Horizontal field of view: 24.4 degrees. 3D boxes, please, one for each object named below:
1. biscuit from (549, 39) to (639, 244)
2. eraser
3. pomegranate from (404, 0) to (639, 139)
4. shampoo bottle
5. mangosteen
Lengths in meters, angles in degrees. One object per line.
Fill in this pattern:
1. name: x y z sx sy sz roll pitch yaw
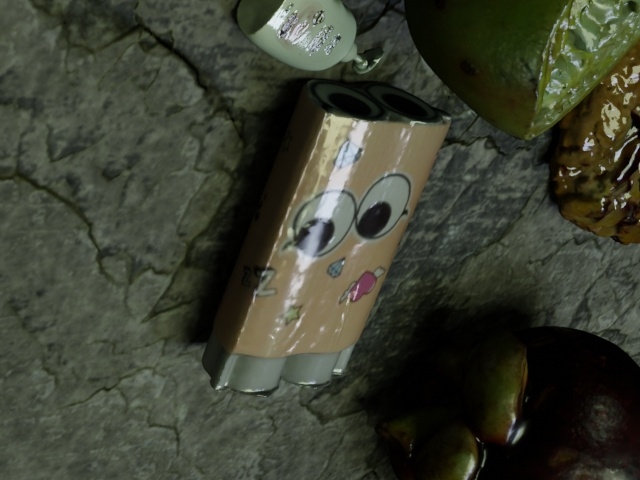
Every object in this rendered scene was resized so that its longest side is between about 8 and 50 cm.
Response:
1. biscuit: 0.385 -0.121 1.649 0.289 0.081 0.334 -53 143 4
2. eraser: 0.000 0.000 1.361 0.171 0.087 0.290 -1 123 -43
3. pomegranate: 0.197 -0.251 1.255 0.309 0.216 0.358 -51 173 3
4. shampoo bottle: -0.003 -0.174 1.237 0.077 0.045 0.152 -53 144 6
5. mangosteen: 0.225 0.235 1.656 0.347 0.307 0.307 25 105 -21
